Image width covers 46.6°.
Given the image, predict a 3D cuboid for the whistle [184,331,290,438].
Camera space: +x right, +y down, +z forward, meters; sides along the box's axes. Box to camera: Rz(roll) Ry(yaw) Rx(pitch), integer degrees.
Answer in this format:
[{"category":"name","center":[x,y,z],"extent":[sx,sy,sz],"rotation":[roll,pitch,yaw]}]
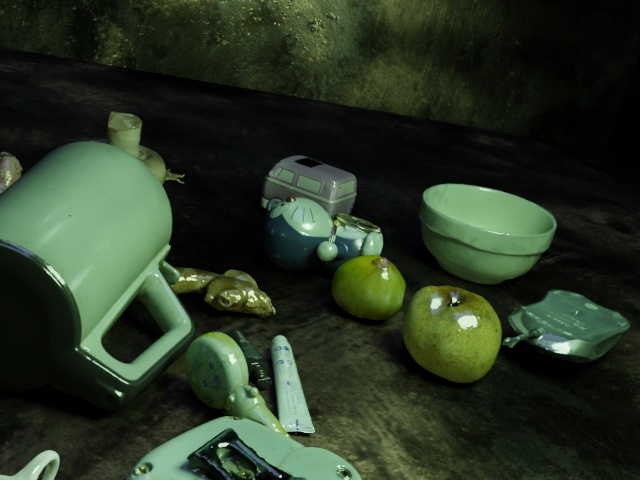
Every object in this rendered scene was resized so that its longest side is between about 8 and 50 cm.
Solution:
[{"category":"whistle","center":[-0.109,0.205,1.001],"extent":[0.198,0.104,0.057],"rotation":[41,35,26]}]

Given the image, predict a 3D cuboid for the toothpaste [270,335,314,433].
[{"category":"toothpaste","center":[-0.050,0.209,1.099],"extent":[0.052,0.033,0.218],"rotation":[7,25,-14]}]

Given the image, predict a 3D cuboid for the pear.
[{"category":"pear","center":[0.222,0.153,1.245],"extent":[0.167,0.137,0.167],"rotation":[7,23,-3]}]

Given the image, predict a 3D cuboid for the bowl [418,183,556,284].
[{"category":"bowl","center":[0.365,-0.009,1.697],"extent":[0.307,0.163,0.307],"rotation":[11,22,-4]}]

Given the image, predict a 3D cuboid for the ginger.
[{"category":"ginger","center":[-0.190,0.084,1.290],"extent":[0.214,0.059,0.133],"rotation":[7,17,-18]}]

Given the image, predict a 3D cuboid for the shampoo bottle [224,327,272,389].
[{"category":"shampoo bottle","center":[-0.110,0.180,1.138],"extent":[0.048,0.027,0.137],"rotation":[9,20,-34]}]

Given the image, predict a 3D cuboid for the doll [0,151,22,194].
[{"category":"doll","center":[-0.536,-0.077,1.379],"extent":[0.303,0.156,0.201],"rotation":[5,16,-31]}]

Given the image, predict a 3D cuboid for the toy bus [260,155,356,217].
[{"category":"toy bus","center":[-0.029,-0.116,1.766],"extent":[0.202,0.142,0.142],"rotation":[22,24,23]}]

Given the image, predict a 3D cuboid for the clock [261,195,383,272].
[{"category":"clock","center":[0.000,0.000,1.497],"extent":[0.243,0.147,0.199],"rotation":[16,16,-3]}]

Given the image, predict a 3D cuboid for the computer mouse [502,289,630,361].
[{"category":"computer mouse","center":[0.432,0.174,1.367],"extent":[0.379,0.090,0.167],"rotation":[-5,25,-43]}]

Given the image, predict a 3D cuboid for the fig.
[{"category":"fig","center":[0.092,0.087,1.374],"extent":[0.135,0.121,0.153],"rotation":[-8,6,-32]}]

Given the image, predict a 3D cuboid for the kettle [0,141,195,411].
[{"category":"kettle","center":[-0.347,0.060,1.087],"extent":[0.361,0.250,0.377],"rotation":[39,21,-11]}]

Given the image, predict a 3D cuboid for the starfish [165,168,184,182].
[{"category":"starfish","center":[-0.383,-0.163,1.862],"extent":[0.092,0.016,0.086],"rotation":[-3,24,-30]}]

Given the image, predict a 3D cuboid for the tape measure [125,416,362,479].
[{"category":"tape measure","center":[-0.082,0.287,0.754],"extent":[0.246,0.125,0.243],"rotation":[22,23,20]}]

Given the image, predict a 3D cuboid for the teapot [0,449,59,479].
[{"category":"teapot","center":[-0.317,0.276,0.693],"extent":[0.145,0.092,0.226],"rotation":[19,21,8]}]

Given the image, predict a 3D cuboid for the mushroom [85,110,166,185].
[{"category":"mushroom","center":[-0.435,-0.182,1.628],"extent":[0.204,0.204,0.204],"rotation":[11,21,-4]}]
